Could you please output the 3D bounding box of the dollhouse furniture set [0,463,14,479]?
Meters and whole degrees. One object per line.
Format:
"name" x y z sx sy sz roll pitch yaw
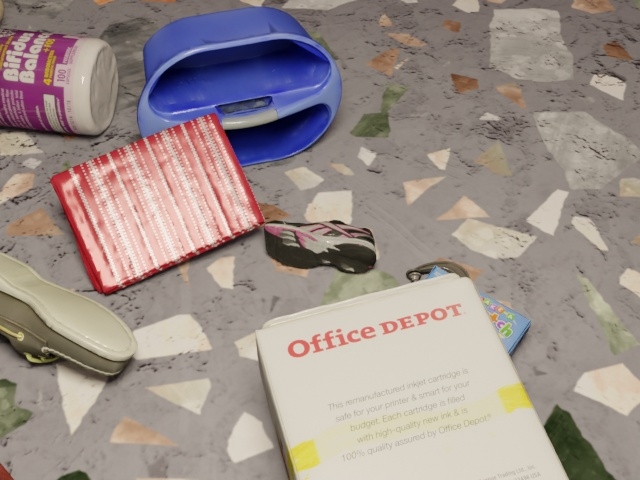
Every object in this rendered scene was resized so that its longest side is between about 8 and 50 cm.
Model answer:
"dollhouse furniture set" -0.560 0.282 1.015 0.374 0.152 0.201 11 45 32

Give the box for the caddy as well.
"caddy" -0.137 -0.241 1.428 0.341 0.241 0.179 -13 44 -13

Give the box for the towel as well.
"towel" -0.246 -0.058 1.307 0.275 0.031 0.199 -24 86 -13

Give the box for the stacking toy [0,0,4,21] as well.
"stacking toy" -0.736 -0.364 1.614 0.141 0.141 0.330 15 55 12

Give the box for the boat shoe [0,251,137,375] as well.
"boat shoe" -0.385 0.111 1.191 0.305 0.091 0.109 26 14 19

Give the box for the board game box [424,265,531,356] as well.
"board game box" 0.167 0.151 1.187 0.160 0.039 0.211 31 61 21

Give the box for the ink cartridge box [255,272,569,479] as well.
"ink cartridge box" 0.106 0.259 0.987 0.279 0.160 0.384 -13 56 -10

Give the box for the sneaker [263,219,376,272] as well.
"sneaker" 0.000 0.000 1.333 0.178 0.072 0.077 14 36 0

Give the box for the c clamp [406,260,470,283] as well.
"c clamp" 0.165 0.090 1.274 0.137 0.022 0.160 1 47 -1

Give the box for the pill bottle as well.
"pill bottle" -0.520 -0.280 1.499 0.302 0.169 0.169 6 47 4
